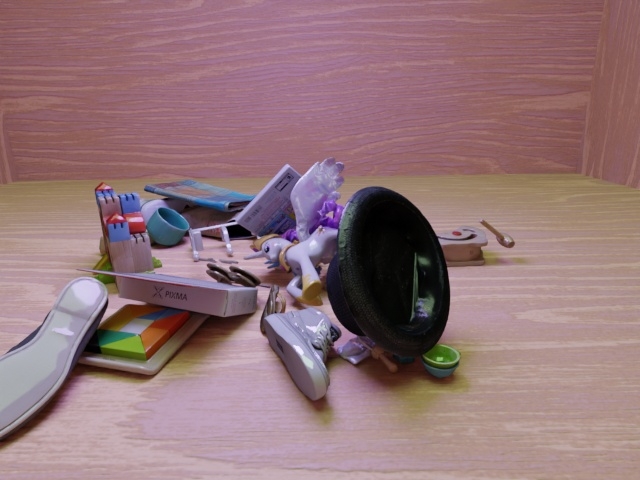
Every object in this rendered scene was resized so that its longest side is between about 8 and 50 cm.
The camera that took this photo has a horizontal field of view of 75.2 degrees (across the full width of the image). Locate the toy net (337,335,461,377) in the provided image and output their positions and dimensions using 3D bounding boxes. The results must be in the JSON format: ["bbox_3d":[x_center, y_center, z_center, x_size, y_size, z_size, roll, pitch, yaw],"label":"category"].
[{"bbox_3d":[0.147,0.206,0.800,0.231,0.045,0.122,6,19,21],"label":"toy net"}]

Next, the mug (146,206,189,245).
[{"bbox_3d":[-0.550,-0.044,1.502,0.129,0.097,0.157,42,12,7],"label":"mug"}]

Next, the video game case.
[{"bbox_3d":[-0.101,-0.085,1.174,0.193,0.212,0.023,35,15,-41],"label":"video game case"}]

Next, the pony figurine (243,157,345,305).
[{"bbox_3d":[0.000,0.000,1.081,0.350,0.303,0.363,-36,35,-16],"label":"pony figurine"}]

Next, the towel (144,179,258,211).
[{"bbox_3d":[-0.453,-0.184,1.634,0.369,0.040,0.271,15,16,16],"label":"towel"}]

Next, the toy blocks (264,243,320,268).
[{"bbox_3d":[-0.084,0.061,1.254,0.123,0.054,0.148,12,22,37],"label":"toy blocks"}]

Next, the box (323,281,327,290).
[{"bbox_3d":[0.128,0.110,1.144,0.200,0.021,0.164,5,18,19],"label":"box"}]

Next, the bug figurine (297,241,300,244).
[{"bbox_3d":[-0.001,-0.011,1.449,0.278,0.072,0.216,-4,18,-12],"label":"bug figurine"}]

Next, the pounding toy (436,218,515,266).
[{"bbox_3d":[0.448,-0.017,1.305,0.268,0.155,0.154,-3,22,-6],"label":"pounding toy"}]

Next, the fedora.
[{"bbox_3d":[0.109,0.065,0.811,0.333,0.335,0.152,-20,-7,-46],"label":"fedora"}]

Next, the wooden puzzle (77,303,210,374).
[{"bbox_3d":[-0.384,0.191,0.875,0.220,0.045,0.239,3,18,14],"label":"wooden puzzle"}]

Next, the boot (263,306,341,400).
[{"bbox_3d":[-0.013,0.188,0.774,0.123,0.095,0.258,-16,21,-21],"label":"boot"}]

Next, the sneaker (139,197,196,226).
[{"bbox_3d":[-0.619,-0.121,1.709,0.210,0.138,0.365,3,9,32],"label":"sneaker"}]

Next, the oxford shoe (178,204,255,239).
[{"bbox_3d":[-0.384,-0.067,1.565,0.347,0.123,0.130,0,20,2],"label":"oxford shoe"}]

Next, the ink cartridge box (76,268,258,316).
[{"bbox_3d":[-0.330,0.115,0.924,0.295,0.066,0.261,5,-5,20],"label":"ink cartridge box"}]

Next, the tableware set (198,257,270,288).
[{"bbox_3d":[-0.228,0.095,1.048,0.194,0.128,0.039,1,56,46],"label":"tableware set"}]

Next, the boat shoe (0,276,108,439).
[{"bbox_3d":[-0.482,0.208,0.730,0.112,0.096,0.335,25,37,-10],"label":"boat shoe"}]

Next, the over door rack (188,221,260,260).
[{"bbox_3d":[-0.291,-0.005,1.327,0.239,0.108,0.324,-13,7,-19],"label":"over door rack"}]

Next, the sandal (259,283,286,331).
[{"bbox_3d":[-0.104,0.153,0.965,0.048,0.072,0.180,20,12,-5],"label":"sandal"}]

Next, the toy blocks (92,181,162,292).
[{"bbox_3d":[-0.573,-0.025,1.207,0.190,0.261,0.381,-11,21,-30],"label":"toy blocks"}]

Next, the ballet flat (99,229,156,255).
[{"bbox_3d":[-0.661,-0.009,1.470,0.080,0.073,0.232,12,21,34],"label":"ballet flat"}]
